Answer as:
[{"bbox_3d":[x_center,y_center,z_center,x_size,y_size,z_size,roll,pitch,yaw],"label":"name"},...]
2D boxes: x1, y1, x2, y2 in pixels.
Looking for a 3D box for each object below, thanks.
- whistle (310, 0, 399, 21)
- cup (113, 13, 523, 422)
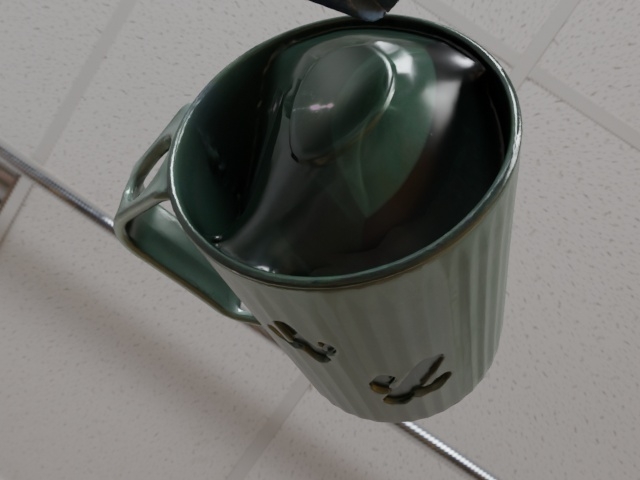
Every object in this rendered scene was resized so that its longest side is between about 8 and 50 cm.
[{"bbox_3d":[-0.075,-0.240,0.576,0.305,0.062,0.062,16,-80,-13],"label":"whistle"},{"bbox_3d":[0.017,-0.017,0.802,0.401,0.392,0.310,27,-114,30],"label":"cup"}]
